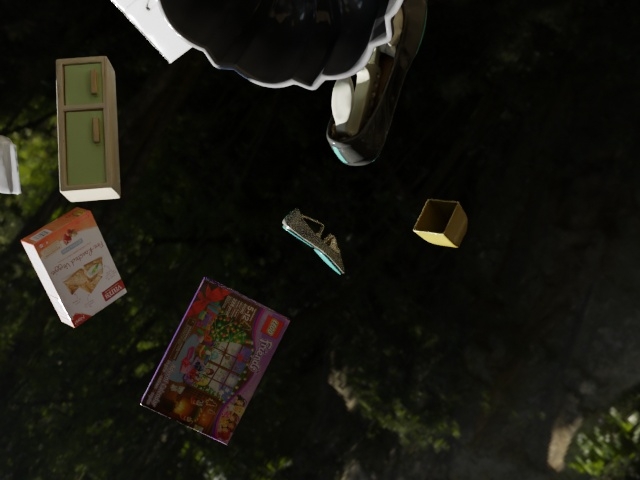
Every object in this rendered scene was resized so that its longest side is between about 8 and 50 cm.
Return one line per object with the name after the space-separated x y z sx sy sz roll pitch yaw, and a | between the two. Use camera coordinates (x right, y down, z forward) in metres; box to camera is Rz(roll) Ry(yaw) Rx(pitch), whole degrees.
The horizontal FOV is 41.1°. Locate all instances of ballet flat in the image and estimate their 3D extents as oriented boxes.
0.000 0.000 2.072 0.213 0.068 0.072 40 176 -25 | ballet flat
0.073 -0.239 1.141 0.095 0.280 0.096 12 177 37 | ballet flat

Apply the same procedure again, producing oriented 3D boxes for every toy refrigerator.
-0.458 -0.220 1.680 0.102 0.094 0.269 -4 -101 -3 | toy refrigerator

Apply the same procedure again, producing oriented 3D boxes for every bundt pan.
-0.044 -0.340 0.951 0.331 0.331 0.124 33 -131 -6 | bundt pan

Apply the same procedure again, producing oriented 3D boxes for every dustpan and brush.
-0.734 -0.171 1.776 0.211 0.147 0.060 3 -136 -11 | dustpan and brush

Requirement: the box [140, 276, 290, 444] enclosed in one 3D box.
-0.218 0.249 1.780 0.201 0.293 0.057 27 179 -8 | box

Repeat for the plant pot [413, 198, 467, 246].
0.258 -0.028 1.772 0.081 0.081 0.083 9 154 44 | plant pot

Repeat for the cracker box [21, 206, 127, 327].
-0.563 0.062 1.966 0.067 0.232 0.156 15 -138 44 | cracker box

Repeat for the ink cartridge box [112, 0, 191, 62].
-0.290 -0.581 1.924 0.197 0.198 0.270 47 -132 -20 | ink cartridge box
